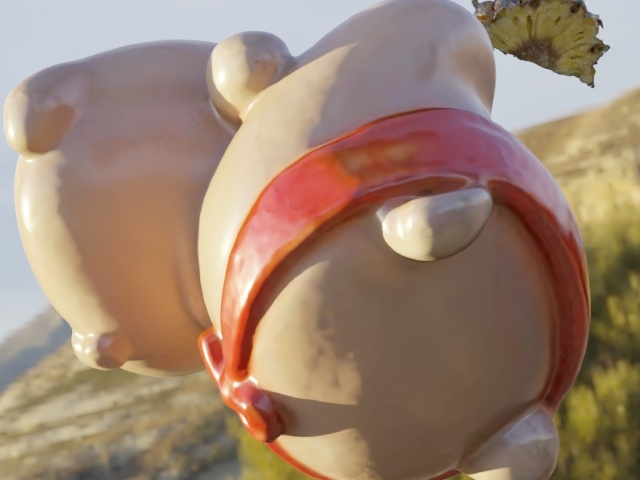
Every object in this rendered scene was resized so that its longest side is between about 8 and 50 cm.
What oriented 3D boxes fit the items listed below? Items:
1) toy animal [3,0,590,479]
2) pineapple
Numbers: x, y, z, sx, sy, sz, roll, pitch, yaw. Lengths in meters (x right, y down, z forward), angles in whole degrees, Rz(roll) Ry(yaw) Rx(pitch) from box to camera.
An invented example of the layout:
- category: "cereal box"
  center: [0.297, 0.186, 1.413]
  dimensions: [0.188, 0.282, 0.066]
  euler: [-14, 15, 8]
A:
- category: "toy animal"
  center: [0.000, 0.000, 0.605]
  dimensions: [0.198, 0.171, 0.171]
  euler: [17, 11, 31]
- category: "pineapple"
  center: [0.116, -0.110, 0.876]
  dimensions: [0.083, 0.019, 0.045]
  euler: [16, -61, -24]
